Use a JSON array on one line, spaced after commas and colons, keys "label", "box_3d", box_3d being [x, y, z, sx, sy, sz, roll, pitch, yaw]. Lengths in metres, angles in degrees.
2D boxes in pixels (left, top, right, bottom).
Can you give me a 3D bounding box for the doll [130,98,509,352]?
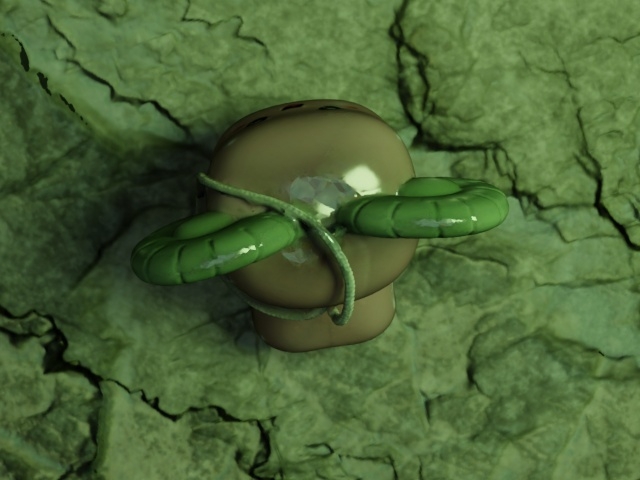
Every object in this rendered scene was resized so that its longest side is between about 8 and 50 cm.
[{"label": "doll", "box_3d": [0.000, 0.000, 1.008, 0.284, 0.268, 0.216, -10, 99, 0]}]
